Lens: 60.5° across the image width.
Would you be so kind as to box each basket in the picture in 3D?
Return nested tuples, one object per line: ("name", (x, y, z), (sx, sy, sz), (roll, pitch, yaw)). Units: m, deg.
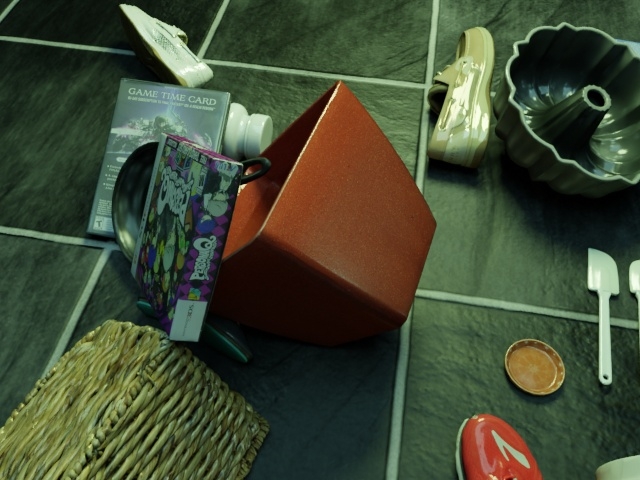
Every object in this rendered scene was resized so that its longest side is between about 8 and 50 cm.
("basket", (-0.254, 0.279, 0.674), (0.214, 0.223, 0.299), (-1, 47, 41))

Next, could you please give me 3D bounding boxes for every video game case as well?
("video game case", (-0.269, -0.129, 0.923), (0.196, 0.026, 0.274), (9, 83, 6))
("video game case", (-0.177, -0.018, 0.688), (0.042, 0.210, 0.232), (9, 12, -32))

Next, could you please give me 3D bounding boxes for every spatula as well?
("spatula", (0.494, 0.120, 0.827), (0.168, 0.019, 0.241), (13, 54, 8))

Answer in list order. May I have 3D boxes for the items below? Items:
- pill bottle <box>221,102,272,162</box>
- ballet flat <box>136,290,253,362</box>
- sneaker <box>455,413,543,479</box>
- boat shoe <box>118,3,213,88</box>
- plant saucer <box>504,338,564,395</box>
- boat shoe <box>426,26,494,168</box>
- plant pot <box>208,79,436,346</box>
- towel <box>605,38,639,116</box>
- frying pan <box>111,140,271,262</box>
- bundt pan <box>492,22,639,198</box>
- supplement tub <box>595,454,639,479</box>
("pill bottle", (-0.187, -0.197, 0.993), (0.187, 0.112, 0.111), (11, 56, 7))
("ballet flat", (-0.175, 0.108, 0.809), (0.203, 0.074, 0.074), (22, 58, 17))
("sneaker", (0.241, 0.327, 0.625), (0.108, 0.118, 0.278), (-9, 56, -7))
("boat shoe", (-0.324, -0.406, 1.153), (0.096, 0.098, 0.277), (-34, 71, -22))
("plant saucer", (0.307, 0.183, 0.789), (0.084, 0.013, 0.083), (0, 55, 1))
("boat shoe", (0.265, -0.292, 1.055), (0.110, 0.121, 0.340), (9, 57, 5))
("plant pot", (0.000, 0.000, 0.756), (0.236, 0.267, 0.267), (36, 56, -19))
("towel", (0.675, -0.314, 1.126), (0.209, 0.034, 0.284), (17, 55, 14))
("frying pan", (-0.206, -0.087, 0.813), (0.326, 0.053, 0.197), (-37, 69, 27))
("bundt pan", (0.450, -0.215, 0.970), (0.331, 0.124, 0.330), (5, 66, -11))
("supplement tub", (0.390, 0.386, 0.517), (0.229, 0.228, 0.316), (6, 56, 4))
